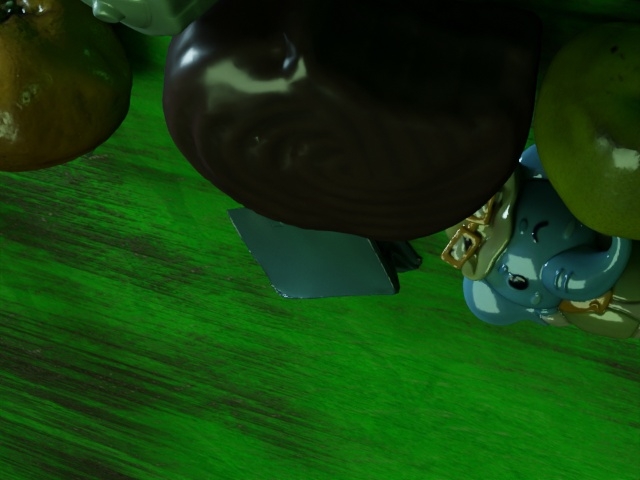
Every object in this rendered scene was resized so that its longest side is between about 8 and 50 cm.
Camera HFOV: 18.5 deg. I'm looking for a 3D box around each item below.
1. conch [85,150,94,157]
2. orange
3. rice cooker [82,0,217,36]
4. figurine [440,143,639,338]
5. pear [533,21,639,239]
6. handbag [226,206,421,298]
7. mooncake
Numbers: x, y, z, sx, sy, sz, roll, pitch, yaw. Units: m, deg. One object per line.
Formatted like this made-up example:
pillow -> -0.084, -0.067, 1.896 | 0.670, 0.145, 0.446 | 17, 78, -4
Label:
conch -> -0.298, -0.140, 2.389 | 0.085, 0.056, 0.076 | 53, -175, 37
orange -> -0.341, -0.187, 2.194 | 0.249, 0.249, 0.183 | 10, 127, 40
rice cooker -> -0.147, -0.331, 1.599 | 0.288, 0.277, 0.288 | 44, 167, 13
figurine -> 0.251, 0.004, 1.935 | 0.262, 0.154, 0.180 | 10, 138, 10
pear -> 0.273, -0.093, 1.687 | 0.198, 0.198, 0.198 | 27, 151, 16
handbag -> 0.000, 0.000, 2.278 | 0.221, 0.057, 0.144 | 0, 132, 48
mooncake -> 0.038, -0.128, 1.760 | 0.334, 0.174, 0.326 | -10, 144, 33
